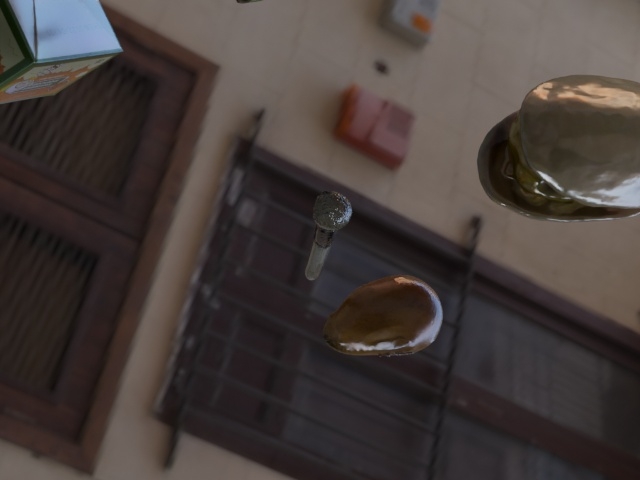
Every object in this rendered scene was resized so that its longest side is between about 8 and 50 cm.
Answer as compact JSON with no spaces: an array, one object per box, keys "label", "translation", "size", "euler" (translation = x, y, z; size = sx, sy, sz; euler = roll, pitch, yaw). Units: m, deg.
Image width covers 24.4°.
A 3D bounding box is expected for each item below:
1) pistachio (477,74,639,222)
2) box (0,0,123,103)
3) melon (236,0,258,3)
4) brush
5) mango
[{"label":"pistachio","translation":[0.340,-0.118,1.854],"size":[0.187,0.299,0.187],"euler":[8,-80,56]},{"label":"box","translation":[-0.390,-0.279,1.882],"size":[0.148,0.177,0.195],"euler":[-26,179,28]},{"label":"melon","translation":[-0.061,-0.420,2.205],"size":[0.079,0.128,0.160],"euler":[41,-50,42]},{"label":"brush","translation":[0.000,0.000,1.695],"size":[0.299,0.042,0.039],"euler":[112,-2,-74]},{"label":"mango","translation":[0.083,0.096,1.797],"size":[0.084,0.159,0.105],"euler":[40,-53,35]}]
